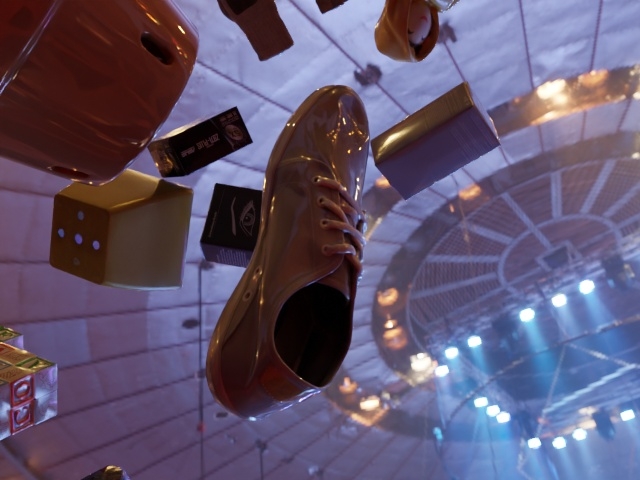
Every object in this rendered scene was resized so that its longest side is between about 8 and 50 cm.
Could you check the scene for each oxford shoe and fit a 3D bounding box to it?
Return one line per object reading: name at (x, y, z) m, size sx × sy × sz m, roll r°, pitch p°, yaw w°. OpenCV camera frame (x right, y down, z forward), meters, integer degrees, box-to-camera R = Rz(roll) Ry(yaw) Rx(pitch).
oxford shoe at (0.000, 0.000, 0.923) m, size 0.130 × 0.450 × 0.169 m, roll -10°, pitch -38°, yaw 41°

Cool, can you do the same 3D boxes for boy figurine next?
boy figurine at (0.155, -0.354, 0.956) m, size 0.177 × 0.092 × 0.285 m, roll 15°, pitch -66°, yaw -53°

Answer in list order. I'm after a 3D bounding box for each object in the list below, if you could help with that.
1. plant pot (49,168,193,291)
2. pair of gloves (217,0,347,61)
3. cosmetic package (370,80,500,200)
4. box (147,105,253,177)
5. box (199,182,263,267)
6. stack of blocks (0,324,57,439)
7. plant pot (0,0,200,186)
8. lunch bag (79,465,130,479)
plant pot at (-0.393, -0.014, 1.478) m, size 0.212 × 0.187 × 0.212 m, roll 16°, pitch -74°, yaw 26°
pair of gloves at (-0.069, -0.461, 1.369) m, size 0.240 × 0.042 × 0.204 m, roll -34°, pitch -74°, yaw 13°
cosmetic package at (0.234, -0.202, 1.598) m, size 0.237 × 0.107 × 0.127 m, roll -27°, pitch -52°, yaw 21°
box at (-0.234, -0.185, 1.476) m, size 0.147 × 0.180 × 0.078 m, roll -30°, pitch -75°, yaw -22°
box at (-0.147, -0.024, 1.708) m, size 0.206 × 0.153 × 0.108 m, roll 11°, pitch -25°, yaw 4°
stack of blocks at (-0.542, 0.202, 1.193) m, size 0.297 × 0.171 × 0.087 m, roll 13°, pitch -73°, yaw 28°
plant pot at (-0.260, -0.188, 0.766) m, size 0.203 × 0.291 × 0.291 m, roll 34°, pitch -57°, yaw -31°
lunch bag at (-0.325, 0.534, 0.988) m, size 0.238 × 0.385 × 0.328 m, roll -9°, pitch -68°, yaw 37°
